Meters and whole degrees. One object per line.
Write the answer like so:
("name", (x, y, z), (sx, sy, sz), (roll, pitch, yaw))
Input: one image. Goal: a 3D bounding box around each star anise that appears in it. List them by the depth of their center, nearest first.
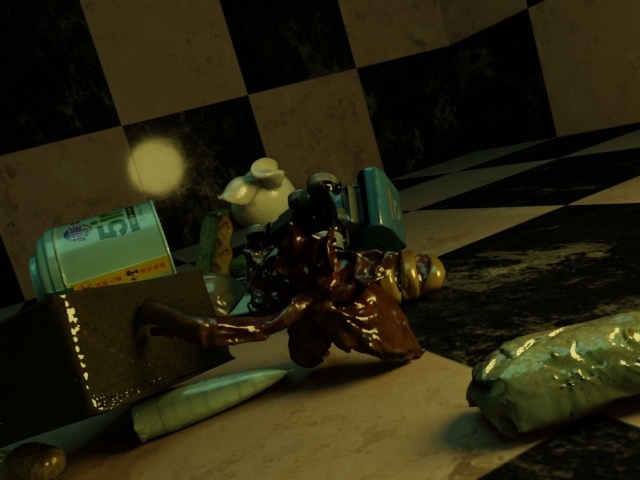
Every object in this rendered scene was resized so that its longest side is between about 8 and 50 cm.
("star anise", (-0.041, 0.084, 0.722), (0.346, 0.237, 0.148), (3, 47, -13))

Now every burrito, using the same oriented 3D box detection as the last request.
("burrito", (0.280, 0.097, 0.514), (0.309, 0.066, 0.096), (-16, 13, 4))

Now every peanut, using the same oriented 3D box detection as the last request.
("peanut", (-0.352, 0.264, 0.686), (0.113, 0.054, 0.054), (-12, 9, 10))

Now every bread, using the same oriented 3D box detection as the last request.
("bread", (0.095, 0.069, 1.001), (0.225, 0.081, 0.134), (-16, 7, 6))
("bread", (-0.264, 0.034, 1.474), (0.088, 0.232, 0.128), (5, 8, -36))
("bread", (-0.141, 0.046, 1.741), (0.301, 0.045, 0.301), (-14, 10, 2))

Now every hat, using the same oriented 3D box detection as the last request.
("hat", (-0.182, 0.094, 1.266), (0.173, 0.144, 0.166), (-40, 12, -3))

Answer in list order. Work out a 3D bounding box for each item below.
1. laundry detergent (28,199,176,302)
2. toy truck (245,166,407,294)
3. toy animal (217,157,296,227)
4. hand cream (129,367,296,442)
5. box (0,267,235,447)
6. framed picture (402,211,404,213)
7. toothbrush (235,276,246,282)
("laundry detergent", (-0.516, 0.078, 1.425), (0.305, 0.287, 0.287), (-18, 8, -16))
("toy truck", (0.000, 0.000, 1.100), (0.175, 0.146, 0.367), (16, -31, -35))
("toy animal", (-0.123, -0.051, 1.434), (0.183, 0.310, 0.247), (-13, 14, 2))
("hand cream", (-0.132, 0.194, 0.740), (0.205, 0.050, 0.078), (-16, -10, -17))
("box", (-0.266, 0.141, 0.760), (0.184, 0.143, 0.273), (-23, -7, 24))
("framed picture", (0.102, -0.046, 1.959), (0.293, 0.018, 0.231), (-23, 10, -39))
("toothbrush", (-0.258, 0.118, 1.575), (0.288, 0.021, 0.024), (-16, -3, 3))
